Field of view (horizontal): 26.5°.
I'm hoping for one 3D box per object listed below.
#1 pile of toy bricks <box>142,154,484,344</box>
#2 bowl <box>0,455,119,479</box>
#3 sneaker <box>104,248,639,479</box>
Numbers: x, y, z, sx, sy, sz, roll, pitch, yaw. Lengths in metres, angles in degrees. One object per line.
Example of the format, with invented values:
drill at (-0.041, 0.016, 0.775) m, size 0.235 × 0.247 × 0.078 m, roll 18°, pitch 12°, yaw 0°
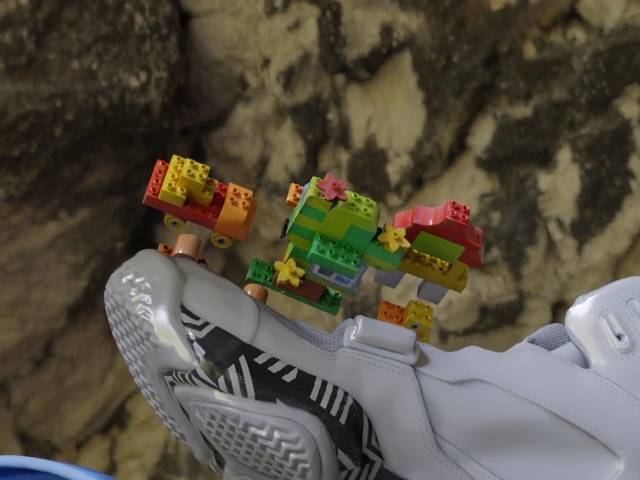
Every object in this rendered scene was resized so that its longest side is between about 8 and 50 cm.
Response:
pile of toy bricks at (0.000, 0.000, 0.817) m, size 0.212 × 0.118 × 0.105 m, roll 20°, pitch -42°, yaw -10°
bowl at (-0.137, 0.286, 0.548) m, size 0.391 × 0.391 × 0.077 m, roll -32°, pitch -36°, yaw 26°
sneaker at (0.068, 0.086, 0.763) m, size 0.366 × 0.210 × 0.137 m, roll 38°, pitch -24°, yaw 0°
